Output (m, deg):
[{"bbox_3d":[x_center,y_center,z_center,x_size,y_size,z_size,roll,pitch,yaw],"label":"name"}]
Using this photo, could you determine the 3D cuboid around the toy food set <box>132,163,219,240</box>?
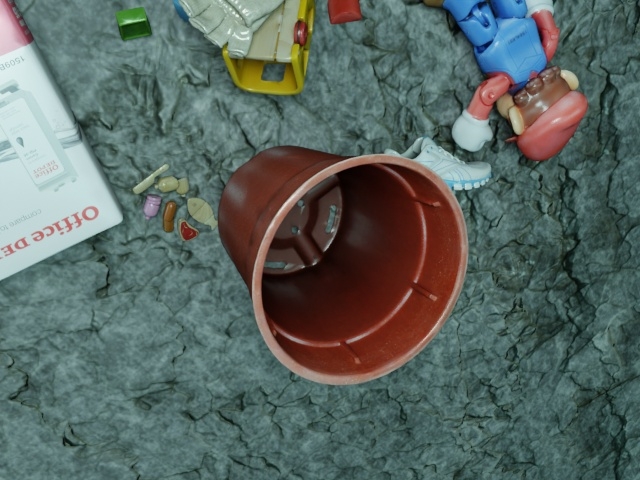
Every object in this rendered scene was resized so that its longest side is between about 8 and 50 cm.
[{"bbox_3d":[-0.198,-0.045,0.887,0.078,0.019,0.122,-39,128,-9],"label":"toy food set"}]

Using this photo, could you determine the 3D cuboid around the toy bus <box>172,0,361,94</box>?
[{"bbox_3d":[-0.054,-0.280,0.812,0.202,0.191,0.104,-36,162,-7],"label":"toy bus"}]

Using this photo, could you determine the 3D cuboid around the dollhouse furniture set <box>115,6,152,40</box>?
[{"bbox_3d":[-0.233,-0.320,0.768,0.076,0.058,0.152,-17,94,-11],"label":"dollhouse furniture set"}]

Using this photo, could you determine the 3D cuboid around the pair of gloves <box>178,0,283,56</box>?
[{"bbox_3d":[-0.138,-0.339,0.734,0.240,0.042,0.204,30,72,-8],"label":"pair of gloves"}]

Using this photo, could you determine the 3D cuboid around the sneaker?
[{"bbox_3d":[0.178,-0.117,0.997,0.190,0.071,0.083,-7,106,-21],"label":"sneaker"}]

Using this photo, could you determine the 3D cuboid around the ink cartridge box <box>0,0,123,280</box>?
[{"bbox_3d":[-0.376,-0.109,0.729,0.207,0.117,0.283,-28,117,-12],"label":"ink cartridge box"}]

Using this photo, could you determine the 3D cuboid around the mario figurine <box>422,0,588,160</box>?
[{"bbox_3d":[0.266,-0.259,0.975,0.198,0.170,0.321,-23,110,26],"label":"mario figurine"}]

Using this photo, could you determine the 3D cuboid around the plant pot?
[{"bbox_3d":[0.000,0.000,0.844,0.272,0.265,0.273,-8,111,-23],"label":"plant pot"}]
